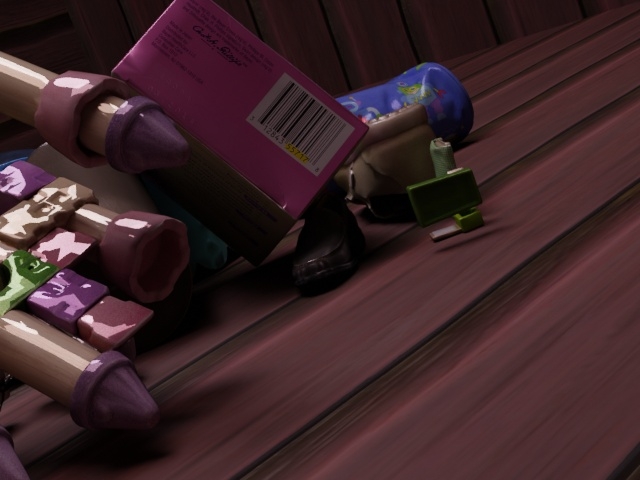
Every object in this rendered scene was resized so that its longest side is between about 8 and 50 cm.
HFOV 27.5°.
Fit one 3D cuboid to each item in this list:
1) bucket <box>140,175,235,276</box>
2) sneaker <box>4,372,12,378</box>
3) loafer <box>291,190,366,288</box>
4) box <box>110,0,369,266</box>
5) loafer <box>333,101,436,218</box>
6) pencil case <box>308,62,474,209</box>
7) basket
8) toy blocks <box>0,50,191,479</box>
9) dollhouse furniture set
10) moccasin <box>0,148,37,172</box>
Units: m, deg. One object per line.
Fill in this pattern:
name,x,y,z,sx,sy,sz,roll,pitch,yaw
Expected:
bucket,-0.243,-0.027,1.510,0.281,0.183,0.281,-21,10,4
sneaker,-0.368,0.117,1.231,0.229,0.092,0.087,-29,13,-22
loafer,0.000,0.000,1.212,0.062,0.061,0.170,-18,10,10
box,-0.092,-0.102,1.283,0.117,0.213,0.243,-52,2,-16
loafer,0.070,-0.068,1.390,0.102,0.092,0.268,-20,-7,-5
pencil case,0.048,-0.135,1.685,0.306,0.133,0.119,-24,-23,-28
basket,-0.209,0.015,1.249,0.154,0.204,0.227,-14,16,-16
toy blocks,-0.196,0.072,0.905,0.260,0.309,0.288,22,45,26
dollhouse furniture set,0.106,-0.044,1.199,0.059,0.076,0.151,-20,10,0
moccasin,-0.299,-0.074,1.715,0.342,0.137,0.117,13,0,-42
